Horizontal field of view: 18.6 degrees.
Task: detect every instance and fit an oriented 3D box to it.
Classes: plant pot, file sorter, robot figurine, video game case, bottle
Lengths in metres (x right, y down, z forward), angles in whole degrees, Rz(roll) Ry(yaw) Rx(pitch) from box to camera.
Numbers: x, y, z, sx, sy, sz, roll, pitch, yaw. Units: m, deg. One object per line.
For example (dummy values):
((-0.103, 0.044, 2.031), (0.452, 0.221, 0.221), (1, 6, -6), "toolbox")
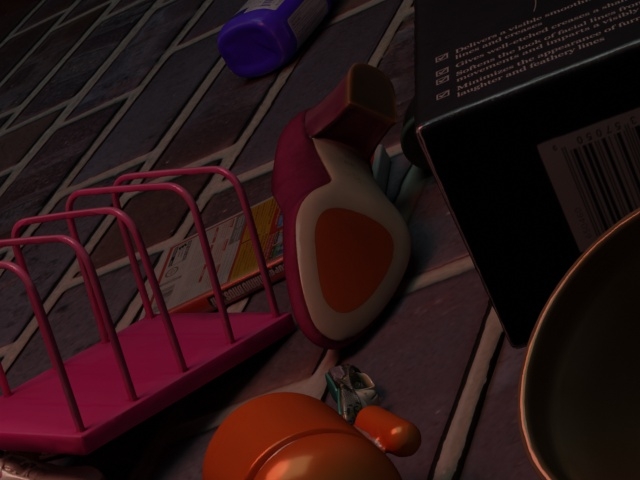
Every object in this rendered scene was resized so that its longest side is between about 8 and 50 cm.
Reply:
((0.251, 0.088, 1.245), (0.237, 0.110, 0.237), (-31, 40, 31), "plant pot")
((-0.210, 0.057, 1.838), (0.202, 0.182, 0.290), (-3, 18, 43), "file sorter")
((-0.013, 0.188, 1.432), (0.158, 0.128, 0.219), (0, 10, -18), "robot figurine")
((-0.059, 0.001, 2.119), (0.285, 0.025, 0.204), (-26, 20, 17), "video game case")
((-0.047, -0.340, 2.843), (0.118, 0.092, 0.283), (-17, 23, 34), "bottle")

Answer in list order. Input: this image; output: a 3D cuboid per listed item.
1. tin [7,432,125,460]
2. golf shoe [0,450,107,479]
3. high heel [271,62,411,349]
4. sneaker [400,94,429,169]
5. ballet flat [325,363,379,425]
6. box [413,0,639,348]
((-0.242, 0.173, 1.956), (0.189, 0.040, 0.106), (-16, 28, 36), "tin")
((-0.278, 0.230, 1.792), (0.186, 0.086, 0.067), (-17, 22, 33), "golf shoe")
((0.000, 0.000, 1.930), (0.181, 0.127, 0.377), (-50, 17, 39), "high heel")
((0.178, -0.168, 2.091), (0.222, 0.083, 0.118), (-30, 19, 9), "sneaker")
((0.029, 0.132, 1.643), (0.041, 0.041, 0.114), (-30, 20, 4), "ballet flat")
((0.247, -0.131, 1.608), (0.293, 0.212, 0.395), (-20, 24, 13), "box")
